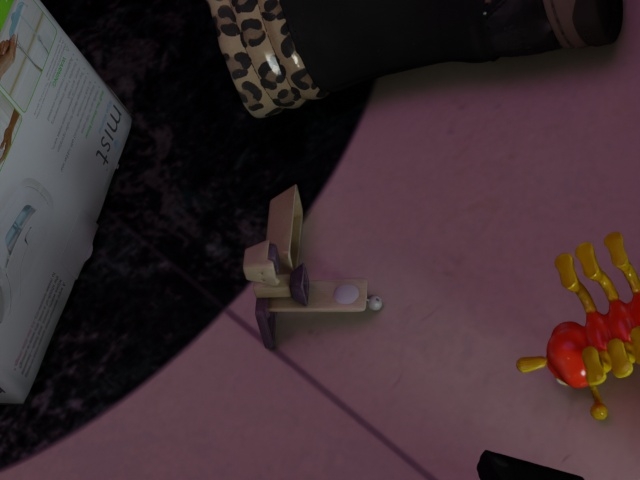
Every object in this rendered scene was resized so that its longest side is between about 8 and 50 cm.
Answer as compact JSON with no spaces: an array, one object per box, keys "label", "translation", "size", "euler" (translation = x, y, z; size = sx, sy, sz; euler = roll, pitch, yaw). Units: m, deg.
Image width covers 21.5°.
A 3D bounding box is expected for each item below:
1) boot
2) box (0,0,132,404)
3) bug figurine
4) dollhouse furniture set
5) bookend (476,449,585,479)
[{"label":"boot","translation":[0.047,-0.281,1.216],"size":[0.284,0.138,0.377],"euler":[-16,78,22]},{"label":"box","translation":[-0.269,-0.051,1.197],"size":[0.127,0.231,0.262],"euler":[-2,56,27]},{"label":"bug figurine","translation":[0.222,0.115,0.906],"size":[0.216,0.072,0.279],"euler":[-22,53,21]},{"label":"dollhouse furniture set","translation":[0.000,0.000,1.123],"size":[0.081,0.091,0.114],"euler":[-2,51,9]},{"label":"bookend","translation":[0.098,0.221,0.862],"size":[0.157,0.072,0.156],"euler":[-58,34,21]}]
